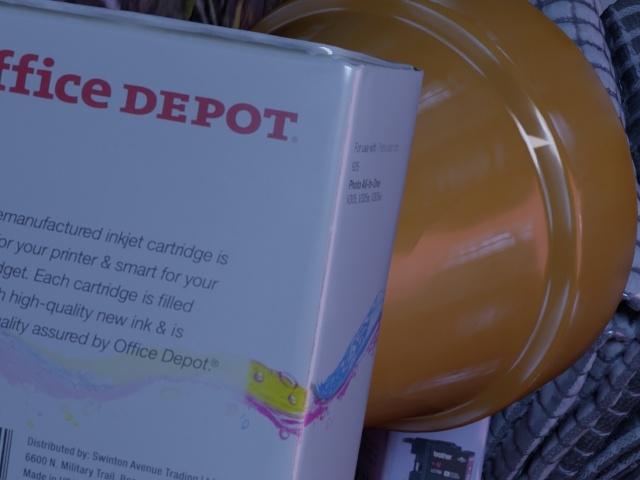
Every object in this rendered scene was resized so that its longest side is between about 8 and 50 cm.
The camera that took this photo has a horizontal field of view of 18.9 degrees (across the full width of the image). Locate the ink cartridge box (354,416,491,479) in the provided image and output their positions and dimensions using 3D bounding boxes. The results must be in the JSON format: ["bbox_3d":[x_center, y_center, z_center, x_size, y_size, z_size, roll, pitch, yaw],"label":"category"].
[{"bbox_3d":[0.040,0.049,1.027,0.186,0.065,0.311,-151,-113,-72],"label":"ink cartridge box"}]

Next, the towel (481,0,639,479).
[{"bbox_3d":[0.128,0.034,1.058,0.284,0.121,0.235,116,-26,-46],"label":"towel"}]

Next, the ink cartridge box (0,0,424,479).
[{"bbox_3d":[-0.063,0.031,0.640,0.093,0.154,0.212,-15,115,-72],"label":"ink cartridge box"}]

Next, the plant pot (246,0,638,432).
[{"bbox_3d":[0.000,0.000,0.806,0.188,0.205,0.205,-25,126,-52],"label":"plant pot"}]

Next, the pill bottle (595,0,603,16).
[{"bbox_3d":[0.112,-0.060,1.224,0.229,0.131,0.131,83,24,-47],"label":"pill bottle"}]

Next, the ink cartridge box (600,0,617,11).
[{"bbox_3d":[0.274,-0.189,1.405,0.211,0.289,0.122,-48,145,-60],"label":"ink cartridge box"}]
